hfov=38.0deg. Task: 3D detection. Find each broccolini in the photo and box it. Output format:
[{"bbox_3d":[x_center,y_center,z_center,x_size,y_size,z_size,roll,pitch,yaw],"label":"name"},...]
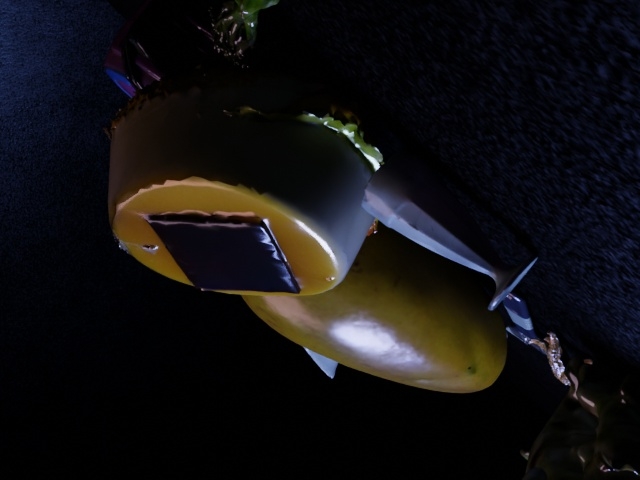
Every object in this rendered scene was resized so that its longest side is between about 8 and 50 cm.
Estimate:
[{"bbox_3d":[-0.061,-0.182,0.757,0.067,0.058,0.216,46,178,-10],"label":"broccolini"}]

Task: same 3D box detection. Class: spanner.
[{"bbox_3d":[0.275,0.109,1.241,0.087,0.024,0.316,41,177,24],"label":"spanner"}]

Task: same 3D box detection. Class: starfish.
[{"bbox_3d":[0.319,0.165,1.161,0.130,0.041,0.133,41,180,5],"label":"starfish"}]

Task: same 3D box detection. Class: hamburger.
[{"bbox_3d":[-0.074,-0.061,0.946,0.294,0.179,0.276,1,150,18],"label":"hamburger"}]

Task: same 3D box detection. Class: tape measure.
[{"bbox_3d":[-0.136,-0.195,1.143,0.245,0.149,0.231,36,177,-7],"label":"tape measure"}]

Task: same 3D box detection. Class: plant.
[{"bbox_3d":[0.365,0.282,0.997,0.333,0.180,0.251,39,-170,-2],"label":"plant"}]

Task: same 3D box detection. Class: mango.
[{"bbox_3d":[0.074,0.060,1.236,0.446,0.232,0.300,32,-176,-26],"label":"mango"}]

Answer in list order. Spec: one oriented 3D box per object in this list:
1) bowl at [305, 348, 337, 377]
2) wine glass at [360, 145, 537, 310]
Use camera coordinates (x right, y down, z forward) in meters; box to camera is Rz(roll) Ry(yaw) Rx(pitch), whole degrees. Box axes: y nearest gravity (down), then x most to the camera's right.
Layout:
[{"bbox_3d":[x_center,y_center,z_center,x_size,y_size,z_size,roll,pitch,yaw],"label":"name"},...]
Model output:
[{"bbox_3d":[-0.031,0.031,1.754,0.435,0.196,0.435,53,179,1],"label":"bowl"},{"bbox_3d":[0.116,-0.012,0.831,0.155,0.073,0.073,39,178,14],"label":"wine glass"}]
